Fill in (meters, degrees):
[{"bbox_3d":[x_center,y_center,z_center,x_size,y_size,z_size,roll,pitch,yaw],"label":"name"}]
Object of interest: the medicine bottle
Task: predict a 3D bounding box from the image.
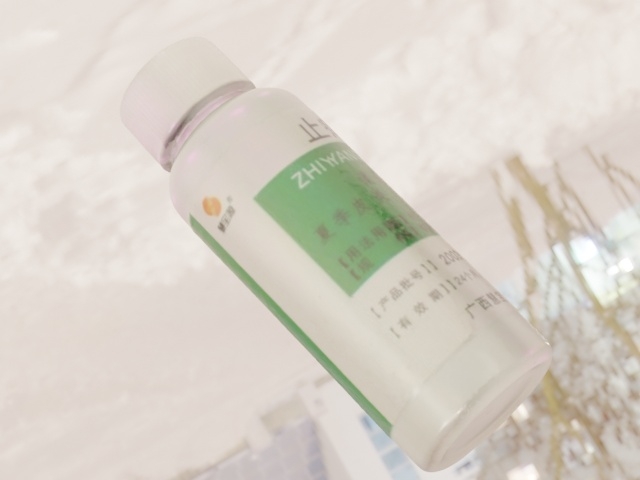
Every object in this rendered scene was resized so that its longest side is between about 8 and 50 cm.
[{"bbox_3d":[0.000,0.000,0.718,0.095,0.260,0.095,-40,161,-17],"label":"medicine bottle"}]
